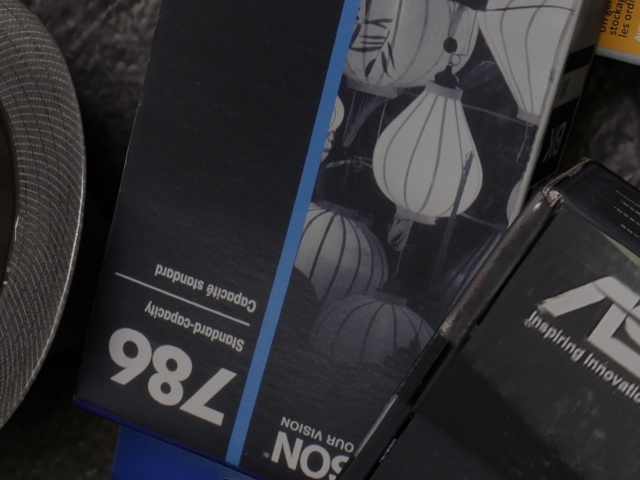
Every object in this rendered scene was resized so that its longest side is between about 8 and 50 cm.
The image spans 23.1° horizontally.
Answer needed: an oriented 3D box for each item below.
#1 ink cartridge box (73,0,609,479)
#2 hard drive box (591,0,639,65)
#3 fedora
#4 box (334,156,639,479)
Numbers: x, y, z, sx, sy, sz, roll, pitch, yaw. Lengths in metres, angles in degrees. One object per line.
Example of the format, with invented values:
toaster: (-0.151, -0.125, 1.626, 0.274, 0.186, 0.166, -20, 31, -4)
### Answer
ink cartridge box: (0.000, 0.000, 0.638, 0.165, 0.065, 0.332, 19, 109, 17)
hard drive box: (0.055, -0.187, 0.658, 0.232, 0.089, 0.181, 15, 106, 19)
fedora: (-0.191, 0.001, 0.716, 0.275, 0.124, 0.243, 3, 82, 26)
box: (0.157, 0.211, 0.543, 0.395, 0.097, 0.318, 37, 109, 10)
